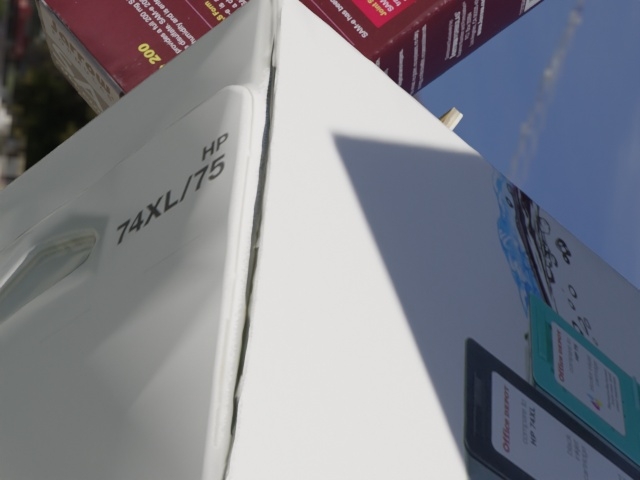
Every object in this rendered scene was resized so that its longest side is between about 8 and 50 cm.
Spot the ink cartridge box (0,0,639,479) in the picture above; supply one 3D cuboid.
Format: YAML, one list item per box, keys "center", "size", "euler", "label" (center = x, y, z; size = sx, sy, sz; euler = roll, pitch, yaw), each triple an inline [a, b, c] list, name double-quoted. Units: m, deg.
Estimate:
- center: [0.005, 0.103, 0.602]
  size: [0.198, 0.270, 0.197]
  euler: [-33, -145, 32]
  label: "ink cartridge box"

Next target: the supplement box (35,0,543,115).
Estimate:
- center: [0.000, -0.123, 0.891]
  size: [0.130, 0.239, 0.073]
  euler: [48, -16, 20]
  label: "supplement box"

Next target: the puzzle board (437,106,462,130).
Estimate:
- center: [0.000, 0.000, 0.762]
  size: [0.128, 0.011, 0.096]
  euler: [-38, -173, 28]
  label: "puzzle board"
